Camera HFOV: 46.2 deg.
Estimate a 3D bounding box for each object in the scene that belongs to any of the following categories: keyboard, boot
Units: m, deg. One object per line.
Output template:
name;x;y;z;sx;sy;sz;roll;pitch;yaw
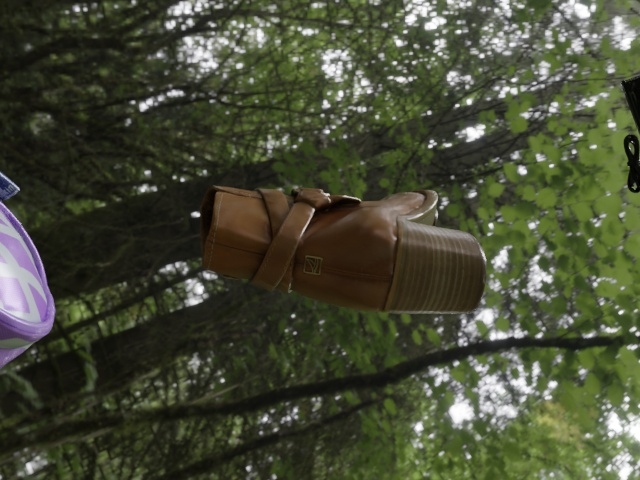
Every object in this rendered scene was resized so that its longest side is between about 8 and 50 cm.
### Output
keyboard;0.381;-0.097;0.825;0.023;0.108;0.180;108;-37;-86
boot;0.000;0.000;0.675;0.283;0.220;0.109;-113;-148;-73

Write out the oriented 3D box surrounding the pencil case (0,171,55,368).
pencil case;-0.209;0.051;0.303;0.086;0.206;0.088;56;1;38
